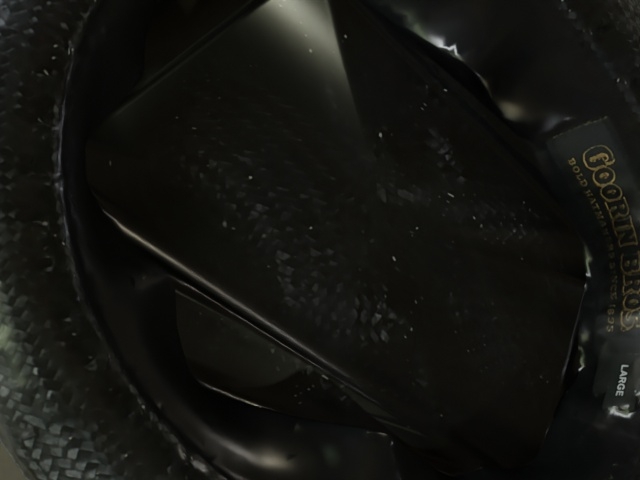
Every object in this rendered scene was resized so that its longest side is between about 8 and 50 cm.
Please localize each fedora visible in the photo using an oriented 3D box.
[{"bbox_3d":[0.000,0.000,0.466,0.334,0.152,0.334,3,84,-24],"label":"fedora"}]
